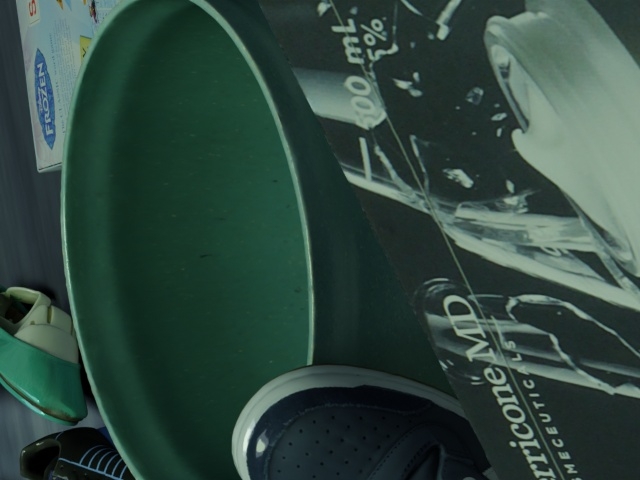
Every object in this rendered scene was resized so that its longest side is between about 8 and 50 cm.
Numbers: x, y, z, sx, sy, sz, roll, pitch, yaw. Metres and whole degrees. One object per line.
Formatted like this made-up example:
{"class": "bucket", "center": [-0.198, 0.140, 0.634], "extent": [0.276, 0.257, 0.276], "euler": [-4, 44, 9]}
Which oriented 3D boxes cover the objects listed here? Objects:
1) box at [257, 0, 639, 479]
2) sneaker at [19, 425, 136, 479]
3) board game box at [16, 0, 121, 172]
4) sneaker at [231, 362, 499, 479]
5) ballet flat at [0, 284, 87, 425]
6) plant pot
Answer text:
{"class": "box", "center": [0.158, -0.091, 0.466], "extent": [0.312, 0.179, 0.343], "euler": [-8, 116, 44]}
{"class": "sneaker", "center": [-0.172, 0.213, 1.342], "extent": [0.232, 0.090, 0.081], "euler": [17, 110, 57]}
{"class": "board game box", "center": [-0.153, -0.227, 1.245], "extent": [0.318, 0.066, 0.318], "euler": [-7, 90, 59]}
{"class": "sneaker", "center": [0.090, 0.161, 0.720], "extent": [0.099, 0.282, 0.153], "euler": [-53, 17, 5]}
{"class": "ballet flat", "center": [-0.274, 0.092, 1.498], "extent": [0.247, 0.083, 0.087], "euler": [25, 89, 54]}
{"class": "plant pot", "center": [0.000, 0.000, 0.915], "extent": [0.293, 0.196, 0.293], "euler": [18, 111, 55]}
